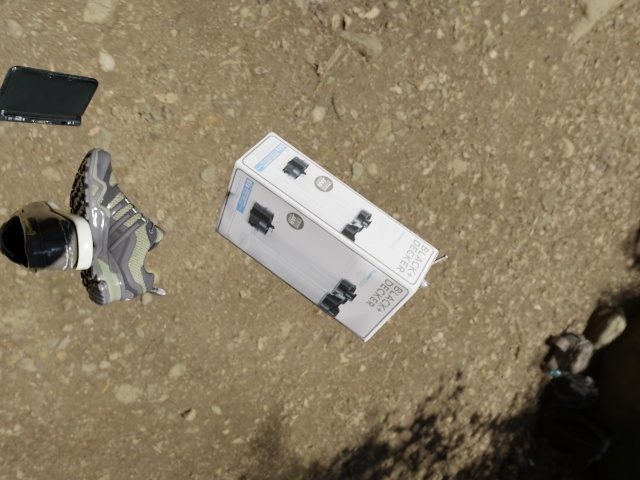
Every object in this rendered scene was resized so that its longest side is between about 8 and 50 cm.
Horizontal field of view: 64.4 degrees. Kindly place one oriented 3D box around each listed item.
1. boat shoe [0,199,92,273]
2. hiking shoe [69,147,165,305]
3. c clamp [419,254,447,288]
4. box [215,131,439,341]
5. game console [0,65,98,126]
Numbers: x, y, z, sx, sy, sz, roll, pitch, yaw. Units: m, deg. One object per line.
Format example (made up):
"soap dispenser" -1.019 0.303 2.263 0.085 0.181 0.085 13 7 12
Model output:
"boat shoe" -0.355 -0.007 0.625 0.068 0.227 0.081 -7 100 -43
"hiking shoe" -0.289 -0.021 0.734 0.114 0.086 0.227 -2 78 -42
"c clamp" 0.175 0.079 0.975 0.137 0.022 0.161 -20 161 3
"box" 0.000 0.000 0.733 0.087 0.290 0.169 -51 176 -40
"game console" -0.377 -0.191 0.667 0.122 0.107 0.071 -14 117 -60
